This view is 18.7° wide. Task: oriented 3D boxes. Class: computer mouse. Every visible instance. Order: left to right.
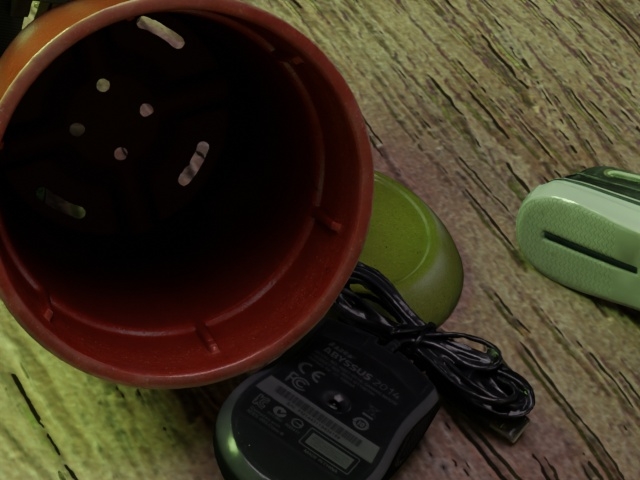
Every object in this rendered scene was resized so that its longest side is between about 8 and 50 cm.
[{"bbox_3d":[0.018,0.131,1.383,0.188,0.072,0.272,37,37,15],"label":"computer mouse"}]

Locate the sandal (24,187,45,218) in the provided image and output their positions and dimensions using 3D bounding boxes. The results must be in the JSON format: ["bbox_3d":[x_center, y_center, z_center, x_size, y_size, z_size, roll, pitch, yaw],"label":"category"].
[{"bbox_3d":[-0.271,-0.067,1.583,0.067,0.040,0.179,-19,61,-16],"label":"sandal"}]

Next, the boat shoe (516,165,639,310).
[{"bbox_3d":[0.321,0.016,1.548,0.335,0.121,0.119,29,46,26],"label":"boat shoe"}]

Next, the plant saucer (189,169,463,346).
[{"bbox_3d":[0.000,0.000,1.570,0.241,0.037,0.241,6,37,-5],"label":"plant saucer"}]

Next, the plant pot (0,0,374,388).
[{"bbox_3d":[-0.131,-0.063,1.414,0.272,0.272,0.265,-3,16,-16],"label":"plant pot"}]

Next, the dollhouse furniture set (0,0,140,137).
[{"bbox_3d":[-0.217,-0.171,1.702,0.129,0.129,0.183,25,10,18],"label":"dollhouse furniture set"}]

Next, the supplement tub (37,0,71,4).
[{"bbox_3d":[-0.326,-0.304,1.508,0.338,0.207,0.207,7,38,-8],"label":"supplement tub"}]
